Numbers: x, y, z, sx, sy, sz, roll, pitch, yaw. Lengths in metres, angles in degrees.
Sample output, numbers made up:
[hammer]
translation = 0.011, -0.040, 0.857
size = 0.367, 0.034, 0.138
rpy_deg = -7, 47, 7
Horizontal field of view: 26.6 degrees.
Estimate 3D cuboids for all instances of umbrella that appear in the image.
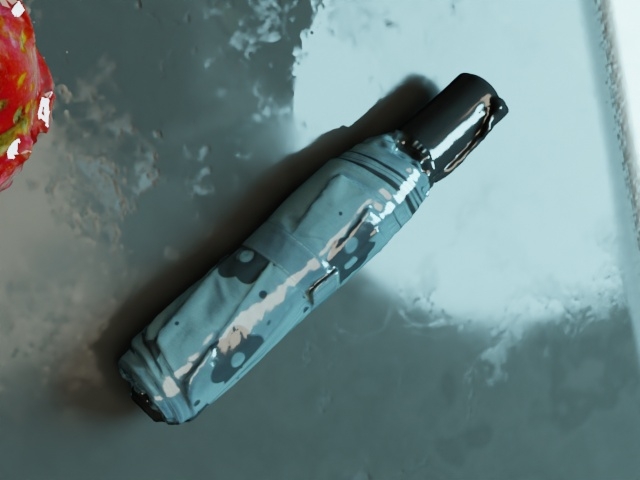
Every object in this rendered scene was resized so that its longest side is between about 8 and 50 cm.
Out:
[umbrella]
translation = -0.002, -0.001, 0.699
size = 0.053, 0.052, 0.250
rpy_deg = 44, 75, 11

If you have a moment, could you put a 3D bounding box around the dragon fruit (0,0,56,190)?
[dragon fruit]
translation = -0.174, -0.069, 0.570
size = 0.153, 0.111, 0.153
rpy_deg = -5, 99, -30
